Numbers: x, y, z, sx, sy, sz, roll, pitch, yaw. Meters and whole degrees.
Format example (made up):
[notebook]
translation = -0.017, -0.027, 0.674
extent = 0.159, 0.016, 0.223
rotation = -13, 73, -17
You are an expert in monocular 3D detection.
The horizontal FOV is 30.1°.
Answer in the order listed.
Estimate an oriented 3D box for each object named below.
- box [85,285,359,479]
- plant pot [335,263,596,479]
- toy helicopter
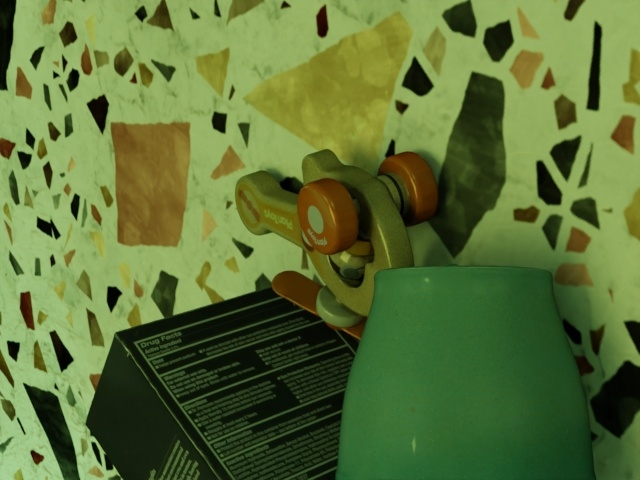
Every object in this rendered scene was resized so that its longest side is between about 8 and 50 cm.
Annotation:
[box]
translation = -0.072, 0.231, 1.430
extent = 0.294, 0.296, 0.183
rotation = 50, 134, 27
[plant pot]
translation = 0.147, 0.155, 1.205
extent = 0.271, 0.271, 0.255
rotation = -5, 83, 49
[toy helicopter]
translation = 0.000, 0.000, 1.435
extent = 0.355, 0.140, 0.235
rotation = 24, 128, 54
